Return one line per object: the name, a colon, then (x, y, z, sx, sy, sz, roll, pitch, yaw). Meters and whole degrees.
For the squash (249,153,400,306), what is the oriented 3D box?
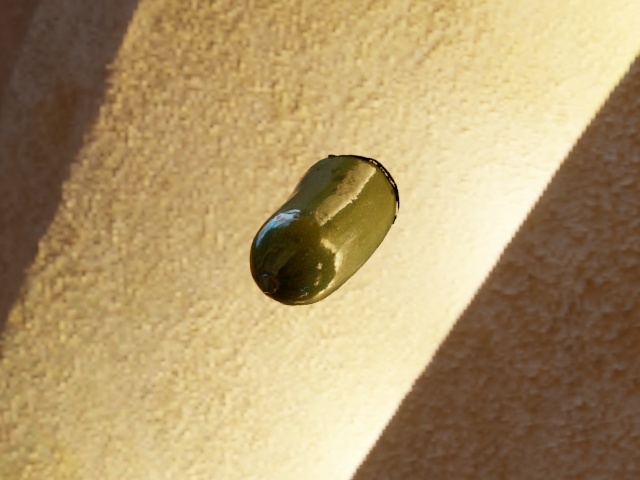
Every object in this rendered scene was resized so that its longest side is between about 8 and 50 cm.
squash: (0.000, 0.000, 1.062, 0.095, 0.188, 0.095, 7, -65, 15)
